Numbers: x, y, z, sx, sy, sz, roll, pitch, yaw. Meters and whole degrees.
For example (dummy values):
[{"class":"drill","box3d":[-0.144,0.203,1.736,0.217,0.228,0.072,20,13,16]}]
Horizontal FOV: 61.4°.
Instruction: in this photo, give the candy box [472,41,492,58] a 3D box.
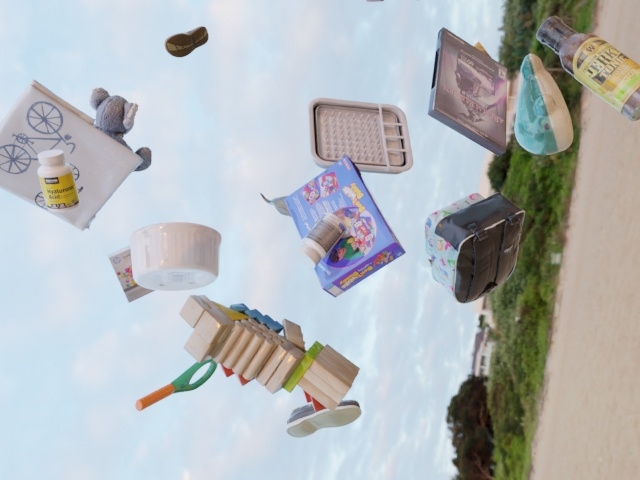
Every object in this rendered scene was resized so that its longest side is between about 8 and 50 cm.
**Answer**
[{"class":"candy box","box3d":[0.401,-0.432,1.411,0.109,0.053,0.186,47,-132,-10]}]

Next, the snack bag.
[{"class":"snack bag","box3d":[-0.708,-0.214,1.473,0.343,0.323,0.037,35,-159,-32]}]

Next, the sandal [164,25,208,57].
[{"class":"sandal","box3d":[-0.420,-0.620,1.675,0.180,0.049,0.072,-47,-36,-41]}]

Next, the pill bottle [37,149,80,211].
[{"class":"pill bottle","box3d":[-0.532,-0.121,1.090,0.065,0.065,0.116,-45,-40,-53]}]

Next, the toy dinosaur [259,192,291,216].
[{"class":"toy dinosaur","box3d":[-0.079,-0.113,1.852,0.121,0.314,0.160,-59,-12,20]}]

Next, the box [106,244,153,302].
[{"class":"box","box3d":[-0.635,0.104,1.874,0.145,0.038,0.186,-26,-62,-25]}]

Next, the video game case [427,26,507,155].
[{"class":"video game case","box3d":[0.334,-0.335,1.199,0.026,0.196,0.274,-42,29,52]}]

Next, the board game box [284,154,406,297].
[{"class":"board game box","box3d":[0.058,-0.046,1.522,0.078,0.233,0.347,40,-159,-51]}]

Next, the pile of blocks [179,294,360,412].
[{"class":"pile of blocks","box3d":[-0.102,0.216,1.002,0.112,0.362,0.149,-57,15,14]}]

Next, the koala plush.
[{"class":"koala plush","box3d":[-0.619,-0.332,1.613,0.203,0.196,0.221,-30,-33,-58]}]

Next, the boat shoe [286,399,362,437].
[{"class":"boat shoe","box3d":[0.007,0.463,1.450,0.081,0.228,0.068,53,-154,-29]}]

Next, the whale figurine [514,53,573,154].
[{"class":"whale figurine","box3d":[0.585,-0.362,1.469,0.216,0.141,0.271,-26,-84,-67]}]

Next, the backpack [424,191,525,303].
[{"class":"backpack","box3d":[0.376,0.023,1.336,0.225,0.191,0.253,-26,-51,-16]}]

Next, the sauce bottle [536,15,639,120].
[{"class":"sauce bottle","box3d":[0.688,-0.441,1.352,0.112,0.344,0.111,-29,-29,-18]}]

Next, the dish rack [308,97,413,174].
[{"class":"dish rack","box3d":[0.122,-0.329,1.752,0.072,0.333,0.285,113,158,-58]}]

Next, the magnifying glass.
[{"class":"magnifying glass","box3d":[-0.328,0.333,1.252,0.231,0.026,0.092,-21,-38,-55]}]

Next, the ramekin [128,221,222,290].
[{"class":"ramekin","box3d":[-0.434,0.058,1.626,0.277,0.278,0.135,40,-140,-62]}]

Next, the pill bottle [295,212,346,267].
[{"class":"pill bottle","box3d":[0.000,0.000,1.405,0.137,0.078,0.078,-51,-35,-22]}]
